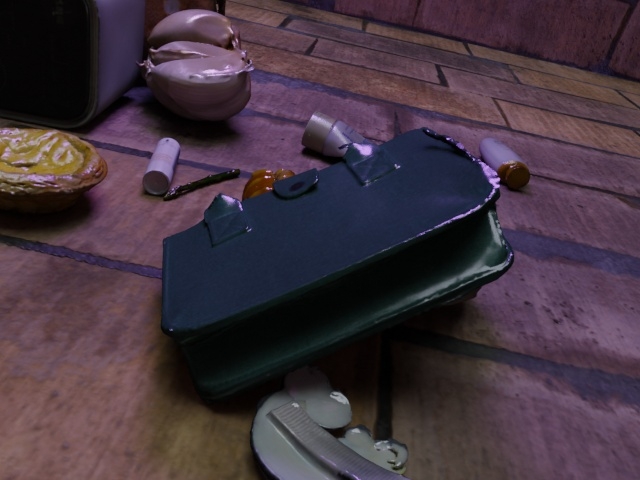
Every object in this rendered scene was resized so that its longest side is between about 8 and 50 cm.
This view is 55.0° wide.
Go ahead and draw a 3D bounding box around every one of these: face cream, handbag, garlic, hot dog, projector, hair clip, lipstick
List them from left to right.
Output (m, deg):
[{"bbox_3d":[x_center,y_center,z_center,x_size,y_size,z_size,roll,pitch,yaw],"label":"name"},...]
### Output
[{"bbox_3d":[-0.460,-0.356,1.051,0.248,0.248,0.249,11,28,-3],"label":"projector"},{"bbox_3d":[-0.237,-0.114,0.924,0.040,0.040,0.141,8,27,-10],"label":"lipstick"},{"bbox_3d":[-0.242,-0.316,1.163,0.203,0.185,0.281,-6,53,-15],"label":"garlic"},{"bbox_3d":[-0.042,-0.021,0.808,0.115,0.072,0.269,11,27,-21],"label":"hot dog"},{"bbox_3d":[0.000,0.000,0.608,0.326,0.089,0.238,-25,31,-2],"label":"handbag"},{"bbox_3d":[0.006,0.168,0.503,0.172,0.049,0.116,29,28,33],"label":"hair clip"},{"bbox_3d":[0.080,-0.163,1.136,0.224,0.070,0.114,25,29,4],"label":"face cream"},{"bbox_3d":[0.373,-0.161,1.254,0.072,0.051,0.182,6,28,-9],"label":"face cream"}]

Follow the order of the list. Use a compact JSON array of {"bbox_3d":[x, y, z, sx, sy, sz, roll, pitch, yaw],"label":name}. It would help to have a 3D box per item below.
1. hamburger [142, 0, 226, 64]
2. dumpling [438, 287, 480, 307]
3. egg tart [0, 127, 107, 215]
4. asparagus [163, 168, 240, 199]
[{"bbox_3d":[-0.342,-0.493,1.293,0.195,0.318,0.276,39,43,25],"label":"hamburger"},{"bbox_3d":[0.111,0.006,0.738,0.193,0.147,0.258,4,3,3],"label":"dumpling"},{"bbox_3d":[-0.367,-0.085,0.779,0.191,0.074,0.191,11,27,-5],"label":"egg tart"},{"bbox_3d":[-0.178,-0.088,0.926,0.016,0.016,0.163,43,35,14],"label":"asparagus"}]
